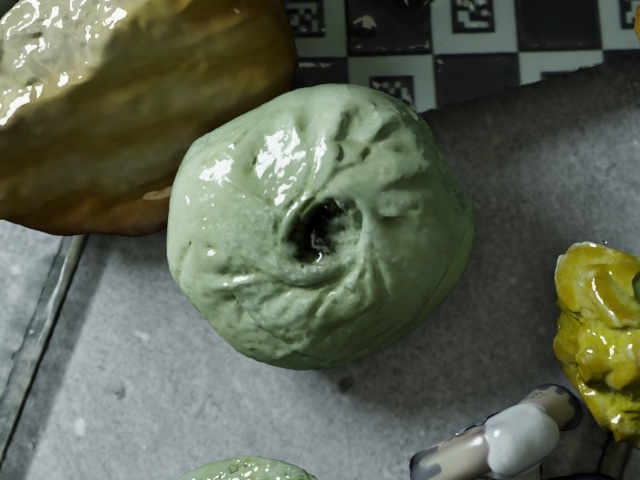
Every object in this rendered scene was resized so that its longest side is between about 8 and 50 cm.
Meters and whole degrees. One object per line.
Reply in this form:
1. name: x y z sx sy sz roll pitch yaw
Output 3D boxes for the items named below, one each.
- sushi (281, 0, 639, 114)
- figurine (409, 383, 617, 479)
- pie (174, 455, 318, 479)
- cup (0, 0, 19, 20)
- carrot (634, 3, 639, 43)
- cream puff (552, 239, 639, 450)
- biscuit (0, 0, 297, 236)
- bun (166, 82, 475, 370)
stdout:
1. sushi: 0.100 -0.262 0.953 0.320 0.069 0.339 -18 81 -6
2. figurine: 0.178 0.211 0.844 0.145 0.145 0.222 -31 80 0
3. pie: -0.067 0.276 0.895 0.240 0.054 0.241 -1 84 6
4. cup: -0.190 -0.285 0.852 0.312 0.205 0.205 -27 81 18
5. carrot: 0.333 -0.183 0.889 0.225 0.067 0.067 -22 81 -20
6. cream puff: 0.220 0.073 0.857 0.121 0.156 0.156 -2 80 41
7. biscuit: -0.140 -0.102 0.881 0.274 0.213 0.091 -31 48 11
8. bun: -0.003 0.002 0.861 0.221 0.108 0.221 -1 121 -1
